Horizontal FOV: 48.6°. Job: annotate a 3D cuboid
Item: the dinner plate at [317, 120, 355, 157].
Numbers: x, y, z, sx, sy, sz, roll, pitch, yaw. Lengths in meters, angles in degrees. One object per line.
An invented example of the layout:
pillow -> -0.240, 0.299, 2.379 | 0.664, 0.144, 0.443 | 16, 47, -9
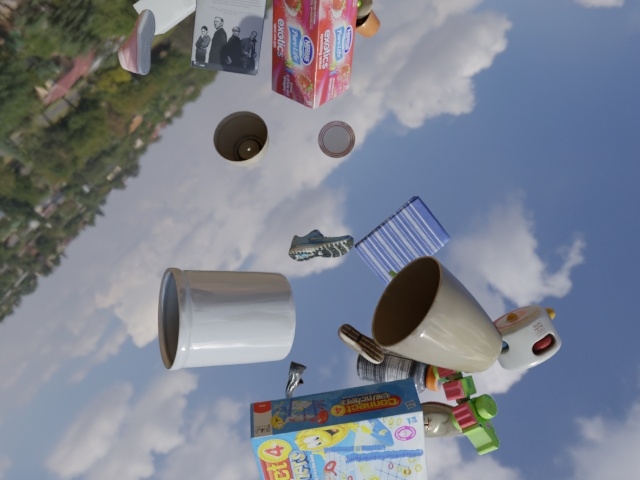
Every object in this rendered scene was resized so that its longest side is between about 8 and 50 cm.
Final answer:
dinner plate -> 0.061, -0.376, 2.640 | 0.141, 0.141, 0.017 | -48, 176, 1

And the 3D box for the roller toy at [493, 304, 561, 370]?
roller toy -> 0.593, 0.278, 2.079 | 0.209, 0.146, 0.191 | -26, -177, 23

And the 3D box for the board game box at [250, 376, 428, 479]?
board game box -> 0.043, 0.417, 1.325 | 0.302, 0.308, 0.086 | -10, -147, 0

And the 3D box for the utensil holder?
utensil holder -> -0.313, 0.254, 2.338 | 0.328, 0.386, 0.327 | -178, -90, -67

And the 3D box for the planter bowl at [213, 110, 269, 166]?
planter bowl -> -0.221, -0.282, 2.077 | 0.162, 0.162, 0.109 | -51, 162, -8

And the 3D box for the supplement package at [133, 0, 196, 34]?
supplement package -> -0.432, -0.693, 2.060 | 0.179, 0.105, 0.105 | -32, -165, 13

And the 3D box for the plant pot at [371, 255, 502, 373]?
plant pot -> 0.313, 0.217, 1.774 | 0.256, 0.274, 0.256 | -47, -159, 25

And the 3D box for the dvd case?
dvd case -> -0.240, -0.563, 1.855 | 0.029, 0.180, 0.238 | -118, -145, -72

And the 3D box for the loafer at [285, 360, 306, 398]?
loafer -> -0.093, 0.524, 2.615 | 0.062, 0.061, 0.170 | -81, -179, -58

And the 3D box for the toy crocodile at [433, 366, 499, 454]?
toy crocodile -> 0.374, 0.403, 1.891 | 0.105, 0.340, 0.115 | -7, 161, -47

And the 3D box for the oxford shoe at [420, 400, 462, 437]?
oxford shoe -> 0.313, 0.597, 2.302 | 0.130, 0.349, 0.122 | -37, 127, -79

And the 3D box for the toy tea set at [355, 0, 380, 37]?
toy tea set -> 0.001, -0.583, 1.929 | 0.336, 0.124, 0.199 | -25, -126, 31

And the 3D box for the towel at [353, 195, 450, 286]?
towel -> 0.332, 0.006, 2.876 | 0.336, 0.243, 0.040 | -39, -167, 5

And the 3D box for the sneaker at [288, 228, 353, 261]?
sneaker -> 0.000, 0.000, 1.702 | 0.162, 0.063, 0.073 | -7, -120, 14

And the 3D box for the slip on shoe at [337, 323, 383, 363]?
slip on shoe -> 0.100, 0.266, 1.802 | 0.051, 0.135, 0.041 | -55, 180, -35

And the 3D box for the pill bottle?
pill bottle -> 0.240, 0.375, 2.086 | 0.246, 0.130, 0.130 | 9, -130, 27

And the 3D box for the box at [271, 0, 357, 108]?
box -> -0.013, -0.415, 1.429 | 0.128, 0.123, 0.256 | -37, 145, -39

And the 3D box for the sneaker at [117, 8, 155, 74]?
sneaker -> -0.391, -0.420, 1.490 | 0.051, 0.070, 0.134 | -17, 119, -65

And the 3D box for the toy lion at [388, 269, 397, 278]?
toy lion -> 0.250, 0.127, 2.126 | 0.034, 0.096, 0.100 | -51, -146, -6
